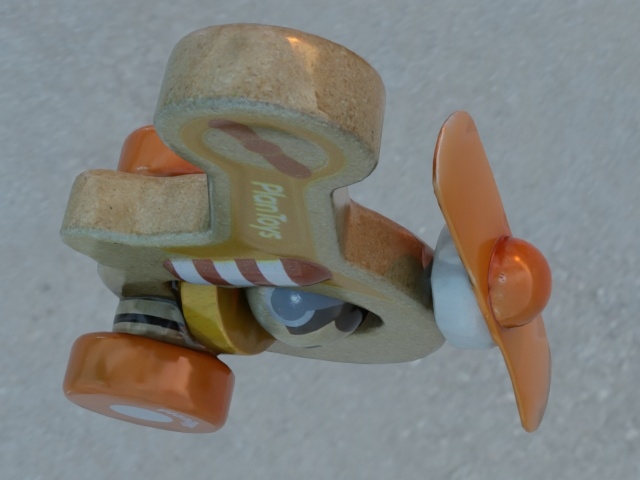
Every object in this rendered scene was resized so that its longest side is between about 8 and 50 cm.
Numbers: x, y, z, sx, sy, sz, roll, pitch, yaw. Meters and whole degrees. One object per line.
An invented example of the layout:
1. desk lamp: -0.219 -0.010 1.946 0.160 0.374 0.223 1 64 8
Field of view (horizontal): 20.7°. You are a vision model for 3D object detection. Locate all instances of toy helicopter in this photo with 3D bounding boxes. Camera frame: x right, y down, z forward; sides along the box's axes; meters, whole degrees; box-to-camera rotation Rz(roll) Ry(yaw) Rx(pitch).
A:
1. toy helicopter: 0.000 0.000 0.759 0.235 0.355 0.140 11 73 4
